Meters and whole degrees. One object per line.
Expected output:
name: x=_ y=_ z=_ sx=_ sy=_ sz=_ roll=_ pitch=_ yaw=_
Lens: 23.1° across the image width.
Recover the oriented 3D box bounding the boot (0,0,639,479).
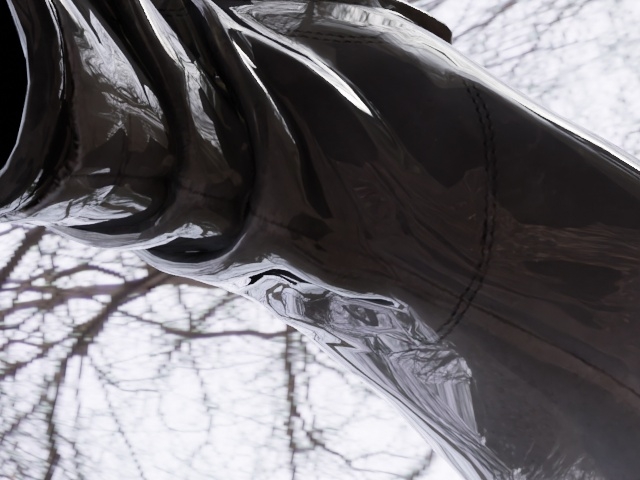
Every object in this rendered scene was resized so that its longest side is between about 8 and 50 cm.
boot: x=0.000 y=0.000 z=0.381 sx=0.222 sy=0.338 sz=0.118 roll=14 pitch=-72 yaw=-53
